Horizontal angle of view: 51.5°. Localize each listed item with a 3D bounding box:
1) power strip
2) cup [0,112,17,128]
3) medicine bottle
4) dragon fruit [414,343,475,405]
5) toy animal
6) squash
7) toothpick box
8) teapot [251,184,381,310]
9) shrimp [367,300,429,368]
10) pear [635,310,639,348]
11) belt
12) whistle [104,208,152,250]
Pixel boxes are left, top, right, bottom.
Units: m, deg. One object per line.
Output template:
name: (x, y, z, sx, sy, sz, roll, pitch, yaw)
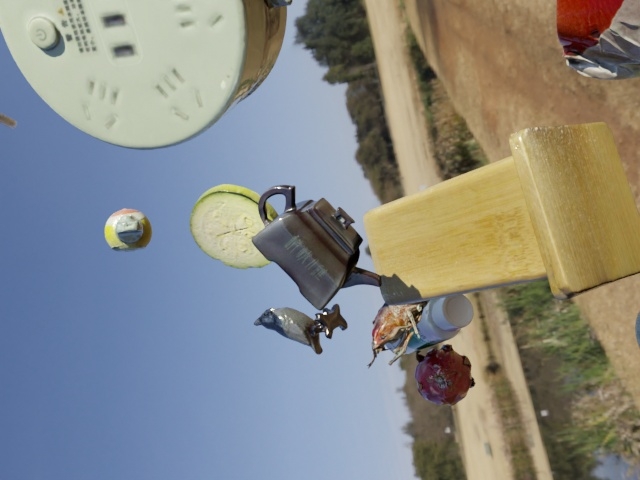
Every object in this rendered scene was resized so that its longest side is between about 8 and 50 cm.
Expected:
power strip: (-0.212, -0.293, 0.835, 0.161, 0.358, 0.357, -62, -39, -56)
cup: (-0.590, -0.222, 1.107, 0.136, 0.099, 0.133, 56, 169, -14)
medicine bottle: (0.215, 0.168, 1.348, 0.260, 0.095, 0.095, 134, 130, -62)
dragon fruit: (0.273, 0.300, 1.460, 0.166, 0.133, 0.136, 98, 171, -62)
toy animal: (-0.051, 0.214, 1.603, 0.121, 0.210, 0.117, -32, -65, -62)
squash: (-0.181, -0.029, 1.467, 0.041, 0.219, 0.219, -69, -32, -48)
toothpick box: (0.219, -0.012, 0.865, 0.188, 0.308, 0.190, -12, -95, -37)
teapot: (0.000, 0.000, 0.793, 0.177, 0.096, 0.087, 46, -154, -1)
shrimp: (0.128, 0.139, 1.115, 0.073, 0.075, 0.190, 40, -122, -6)
pear: (0.541, 0.125, 0.830, 0.292, 0.293, 0.159, -68, -24, -72)
belt: (0.381, -0.355, 0.779, 0.227, 0.115, 0.323, -21, -55, -44)
whistle: (-0.486, -0.034, 1.681, 0.223, 0.123, 0.122, 158, 101, -72)
